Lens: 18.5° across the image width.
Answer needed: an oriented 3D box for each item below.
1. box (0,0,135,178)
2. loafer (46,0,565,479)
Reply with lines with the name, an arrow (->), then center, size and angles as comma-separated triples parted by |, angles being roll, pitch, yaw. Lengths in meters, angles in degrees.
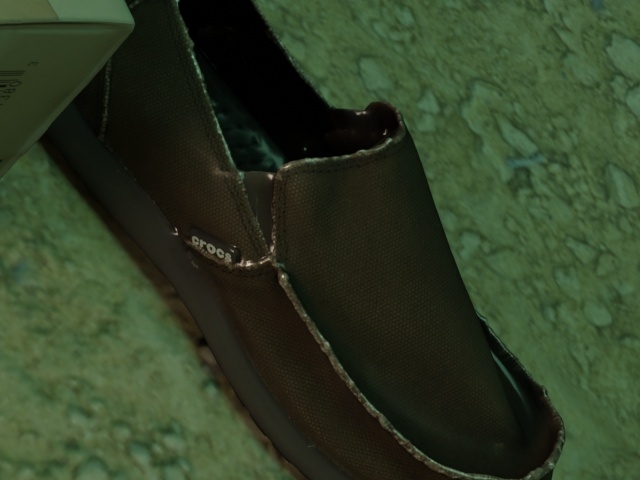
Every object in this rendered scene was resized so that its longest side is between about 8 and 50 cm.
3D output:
box -> -0.226, -0.186, 0.929 | 0.121, 0.148, 0.311 | -7, 62, -46
loafer -> 0.000, 0.000, 0.994 | 0.366, 0.130, 0.134 | 47, 39, -2
